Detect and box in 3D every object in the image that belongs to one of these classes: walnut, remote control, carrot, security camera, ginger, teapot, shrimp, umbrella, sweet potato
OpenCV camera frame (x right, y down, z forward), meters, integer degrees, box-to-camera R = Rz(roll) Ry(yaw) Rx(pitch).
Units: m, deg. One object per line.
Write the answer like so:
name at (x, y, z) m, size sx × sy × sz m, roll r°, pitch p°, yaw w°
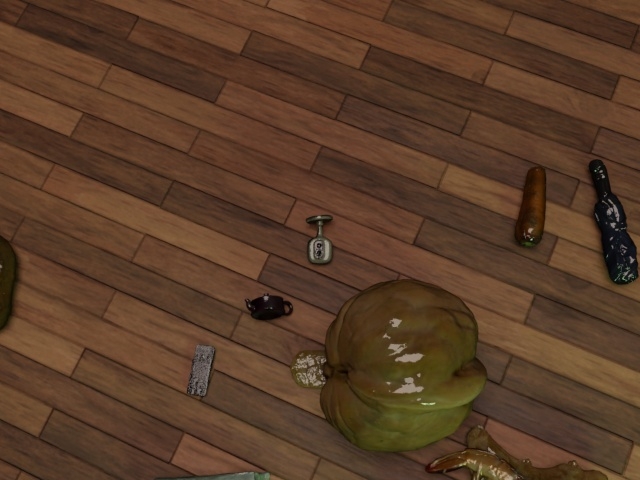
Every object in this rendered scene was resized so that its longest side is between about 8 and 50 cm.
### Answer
walnut at (0.143, 0.212, 1.438) m, size 0.285 × 0.285 × 0.297 m, roll 1°, pitch 98°, yaw 5°
remote control at (-0.225, 0.245, 1.591) m, size 0.039 × 0.014 × 0.096 m, roll 8°, pitch 74°, yaw 7°
carrot at (0.409, -0.065, 1.624) m, size 0.055 × 0.055 × 0.162 m, roll 11°, pitch 66°, yaw 8°
security camera at (0.000, 0.000, 1.637) m, size 0.058 × 0.058 × 0.092 m, roll -6°, pitch 80°, yaw 3°
ginger at (0.394, 0.434, 1.453) m, size 0.333 × 0.081 × 0.148 m, roll 29°, pitch 97°, yaw 15°
teapot at (-0.097, 0.122, 1.595) m, size 0.100 × 0.068 × 0.045 m, roll 5°, pitch 66°, yaw -31°
shrimp at (0.234, 0.426, 1.455) m, size 0.236 × 0.053 × 0.133 m, roll -2°, pitch 89°, yaw 20°
umbrella at (0.556, -0.039, 1.597) m, size 0.070 × 0.071 × 0.248 m, roll -4°, pitch 68°, yaw 3°
sweet potato at (-0.639, 0.074, 1.656) m, size 0.081 × 0.062 × 0.233 m, roll -5°, pitch 69°, yaw 4°

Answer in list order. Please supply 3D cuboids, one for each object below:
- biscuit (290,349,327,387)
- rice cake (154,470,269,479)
biscuit at (0.016, 0.240, 1.571) m, size 0.147 × 0.018 × 0.071 m, roll 0°, pitch 73°, yaw 5°
rice cake at (-0.195, 0.449, 1.497) m, size 0.206 × 0.063 × 0.069 m, roll -3°, pitch 74°, yaw 4°
